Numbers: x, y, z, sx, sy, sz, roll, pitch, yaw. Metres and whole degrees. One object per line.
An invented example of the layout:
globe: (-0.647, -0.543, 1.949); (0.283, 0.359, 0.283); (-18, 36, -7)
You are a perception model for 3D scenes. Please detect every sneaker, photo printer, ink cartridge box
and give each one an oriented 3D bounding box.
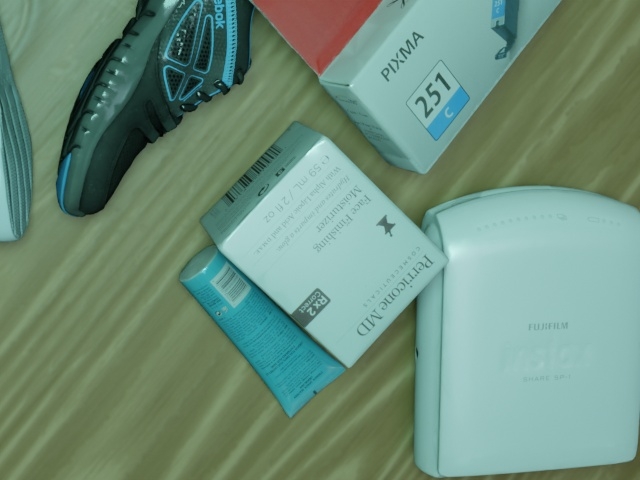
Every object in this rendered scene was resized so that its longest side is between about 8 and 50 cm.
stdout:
sneaker: (-0.142, -0.162, 1.165); (0.140, 0.125, 0.341); (28, 95, -21)
photo printer: (0.228, 0.095, 1.306); (0.256, 0.107, 0.307); (-1, 100, -13)
ink cartridge box: (0.102, -0.259, 1.175); (0.296, 0.066, 0.261); (-52, 124, -11)
sneaker: (-0.341, -0.123, 1.153); (0.091, 0.094, 0.258); (-8, 98, 7)

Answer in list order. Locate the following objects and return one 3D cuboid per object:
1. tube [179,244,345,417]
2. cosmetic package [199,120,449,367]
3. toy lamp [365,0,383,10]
tube: (-0.064, 0.095, 1.271); (0.080, 0.052, 0.207); (-40, 111, 1)
cosmetic package: (0.000, 0.000, 1.212); (0.184, 0.151, 0.151); (43, 90, -17)
toy lamp: (-0.019, -0.332, 1.187); (0.080, 0.080, 0.274); (-37, 104, -4)
